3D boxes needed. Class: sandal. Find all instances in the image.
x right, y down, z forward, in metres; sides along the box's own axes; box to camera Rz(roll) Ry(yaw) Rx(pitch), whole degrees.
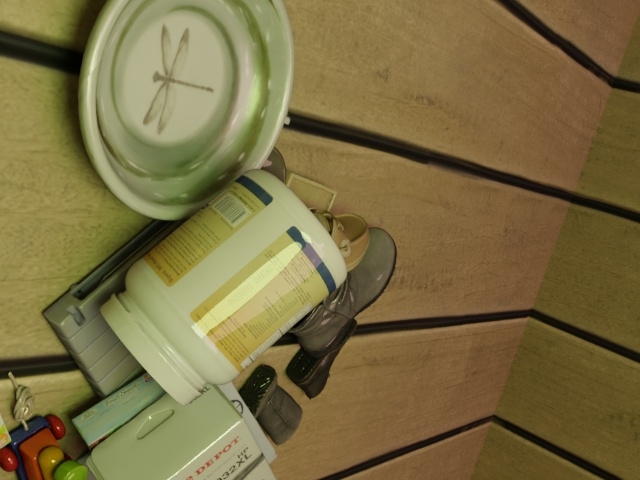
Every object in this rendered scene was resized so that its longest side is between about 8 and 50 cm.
[{"bbox_3d":[-0.099,-0.066,1.377,0.090,0.060,0.219,0,104,-30],"label":"sandal"}]

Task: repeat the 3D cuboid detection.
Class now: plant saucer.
[{"bbox_3d":[-0.203,-0.232,1.132,0.400,0.101,0.400,-31,133,-40],"label":"plant saucer"}]

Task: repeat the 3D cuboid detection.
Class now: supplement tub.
[{"bbox_3d":[-0.143,0.070,1.147,0.316,0.228,0.228,-40,141,-10],"label":"supplement tub"}]

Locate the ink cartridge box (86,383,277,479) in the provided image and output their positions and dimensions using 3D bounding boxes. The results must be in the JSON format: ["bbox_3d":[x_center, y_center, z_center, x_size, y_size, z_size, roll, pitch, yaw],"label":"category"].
[{"bbox_3d":[-0.206,0.393,1.253,0.223,0.129,0.307,-37,141,-18],"label":"ink cartridge box"}]

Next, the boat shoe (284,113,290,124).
[{"bbox_3d":[-0.096,-0.237,1.323,0.142,0.049,0.040,19,93,-54],"label":"boat shoe"}]

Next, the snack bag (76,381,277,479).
[{"bbox_3d":[-0.262,0.412,1.434,0.323,0.037,0.342,-37,130,-19],"label":"snack bag"}]

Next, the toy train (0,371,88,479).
[{"bbox_3d":[-0.405,0.323,1.146,0.105,0.143,0.248,-33,134,-40],"label":"toy train"}]

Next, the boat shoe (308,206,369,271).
[{"bbox_3d":[0.000,0.000,1.429,0.341,0.122,0.110,-31,142,-54],"label":"boat shoe"}]

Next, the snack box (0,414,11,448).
[{"bbox_3d":[-0.495,0.250,1.051,0.100,0.037,0.141,-35,135,-37],"label":"snack box"}]

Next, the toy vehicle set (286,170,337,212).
[{"bbox_3d":[-0.071,0.003,1.509,0.166,0.035,0.266,19,94,-56],"label":"toy vehicle set"}]

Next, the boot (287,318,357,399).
[{"bbox_3d":[0.014,0.267,1.761,0.198,0.077,0.137,-41,145,-12],"label":"boot"}]

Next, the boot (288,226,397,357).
[{"bbox_3d":[0.048,0.081,1.605,0.338,0.118,0.222,-59,157,-17],"label":"boot"}]

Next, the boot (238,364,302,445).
[{"bbox_3d":[-0.124,0.383,1.643,0.189,0.076,0.208,-46,148,-24],"label":"boot"}]

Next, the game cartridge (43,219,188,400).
[{"bbox_3d":[-0.265,0.085,1.275,0.355,0.068,0.230,-45,144,-29],"label":"game cartridge"}]

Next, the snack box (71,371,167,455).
[{"bbox_3d":[-0.293,0.325,1.274,0.174,0.070,0.207,-31,139,-25],"label":"snack box"}]
